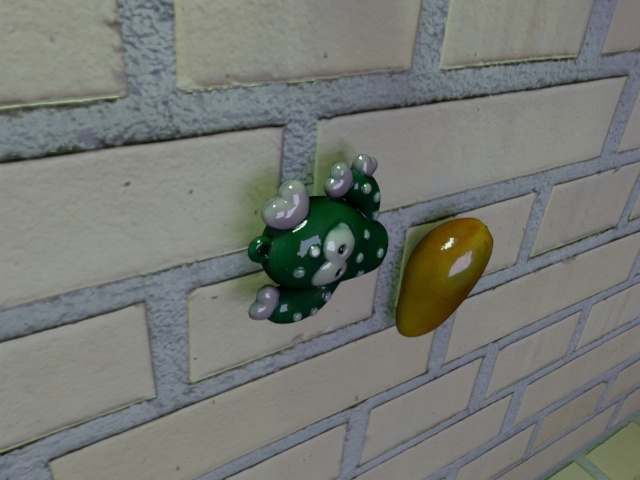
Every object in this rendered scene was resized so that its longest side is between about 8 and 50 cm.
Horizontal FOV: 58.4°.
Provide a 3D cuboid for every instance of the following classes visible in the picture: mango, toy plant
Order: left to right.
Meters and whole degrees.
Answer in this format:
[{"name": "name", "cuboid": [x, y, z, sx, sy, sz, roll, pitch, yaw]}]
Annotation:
[{"name": "toy plant", "cuboid": [-0.002, 0.004, 0.798, 0.243, 0.112, 0.233, -26, 133, -30]}, {"name": "mango", "cuboid": [0.205, 0.068, 1.008, 0.138, 0.113, 0.254, 6, 121, -45]}]
